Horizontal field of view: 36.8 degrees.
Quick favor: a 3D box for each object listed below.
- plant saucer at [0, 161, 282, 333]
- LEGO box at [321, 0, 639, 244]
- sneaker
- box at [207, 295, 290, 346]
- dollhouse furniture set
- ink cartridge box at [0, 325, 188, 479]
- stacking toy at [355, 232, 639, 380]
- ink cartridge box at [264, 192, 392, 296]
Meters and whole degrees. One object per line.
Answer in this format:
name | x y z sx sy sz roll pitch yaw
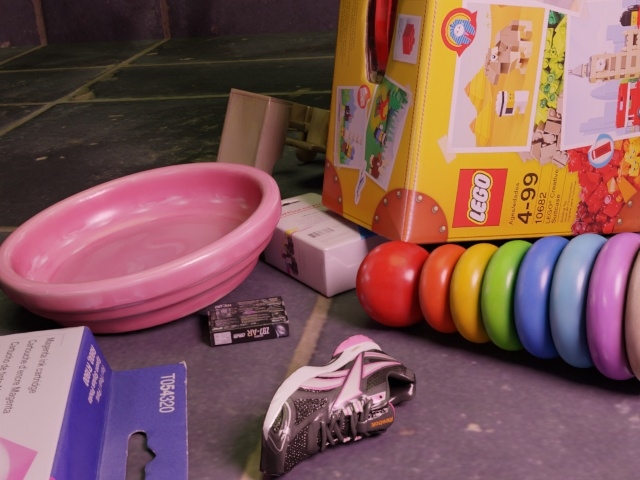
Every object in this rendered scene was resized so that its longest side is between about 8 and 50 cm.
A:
plant saucer | -0.202 0.009 1.116 0.332 0.084 0.332 -11 24 5
LEGO box | 0.224 -0.266 1.118 0.372 0.500 0.193 -3 17 -29
sneaker | 0.021 0.138 0.805 0.077 0.072 0.178 21 37 28
box | -0.077 0.085 1.024 0.083 0.018 0.067 -8 21 -7
dollhouse furniture set | -0.027 -0.121 1.442 0.242 0.161 0.212 6 10 -41
ink cartridge box | -0.276 0.170 0.785 0.330 0.071 0.324 -9 21 -6
stacking toy | 0.178 0.049 0.922 0.330 0.141 0.141 5 23 33
ink cartridge box | 0.000 0.000 1.165 0.104 0.062 0.181 -17 25 -29
